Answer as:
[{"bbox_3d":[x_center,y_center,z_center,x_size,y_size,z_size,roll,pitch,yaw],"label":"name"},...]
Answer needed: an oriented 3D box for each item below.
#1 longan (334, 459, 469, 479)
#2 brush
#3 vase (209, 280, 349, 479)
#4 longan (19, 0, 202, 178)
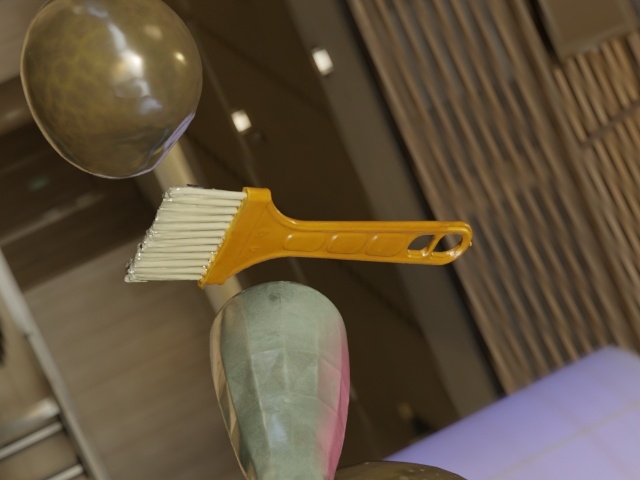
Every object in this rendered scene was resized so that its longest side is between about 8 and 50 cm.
[{"bbox_3d":[0.035,0.308,1.121,0.288,0.288,0.350,78,13,-54],"label":"longan"},{"bbox_3d":[0.000,0.000,1.268,0.017,0.314,0.090,56,-52,35],"label":"brush"},{"bbox_3d":[-0.019,0.114,0.971,0.214,0.086,0.086,-98,170,-58],"label":"vase"},{"bbox_3d":[-0.211,-0.166,1.721,0.198,0.198,0.212,58,-15,31],"label":"longan"}]
